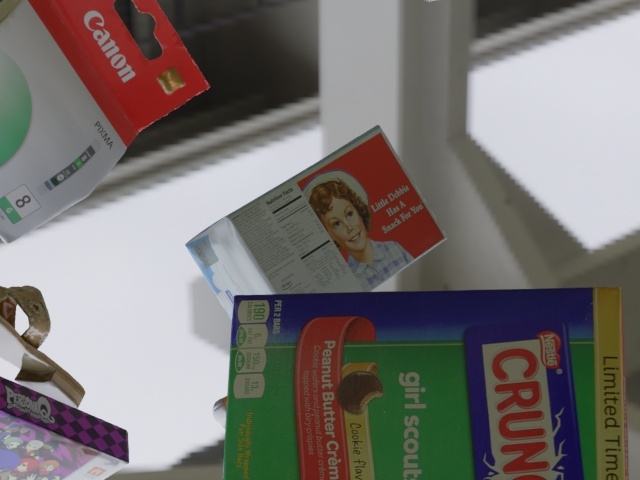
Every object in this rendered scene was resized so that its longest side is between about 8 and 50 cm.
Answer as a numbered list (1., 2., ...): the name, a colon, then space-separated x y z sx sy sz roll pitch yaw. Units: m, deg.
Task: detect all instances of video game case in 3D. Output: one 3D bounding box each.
1. video game case: -0.318 0.185 1.507 0.232 0.210 0.042 30 -142 -39

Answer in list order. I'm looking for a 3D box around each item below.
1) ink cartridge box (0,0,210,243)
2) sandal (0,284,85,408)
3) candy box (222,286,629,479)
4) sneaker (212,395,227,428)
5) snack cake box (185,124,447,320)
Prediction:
1. ink cartridge box: -0.221 -0.125 1.488 0.224 0.181 0.056 -31 -144 0
2. sandal: -0.320 0.088 1.875 0.088 0.240 0.079 3 -124 35
3. candy box: 0.086 0.182 1.404 0.317 0.122 0.268 -1 -112 7
4. sneaker: -0.037 0.255 1.994 0.124 0.180 0.321 -25 171 6
5. snack cake box: 0.000 0.000 1.895 0.264 0.152 0.089 -32 180 -43
